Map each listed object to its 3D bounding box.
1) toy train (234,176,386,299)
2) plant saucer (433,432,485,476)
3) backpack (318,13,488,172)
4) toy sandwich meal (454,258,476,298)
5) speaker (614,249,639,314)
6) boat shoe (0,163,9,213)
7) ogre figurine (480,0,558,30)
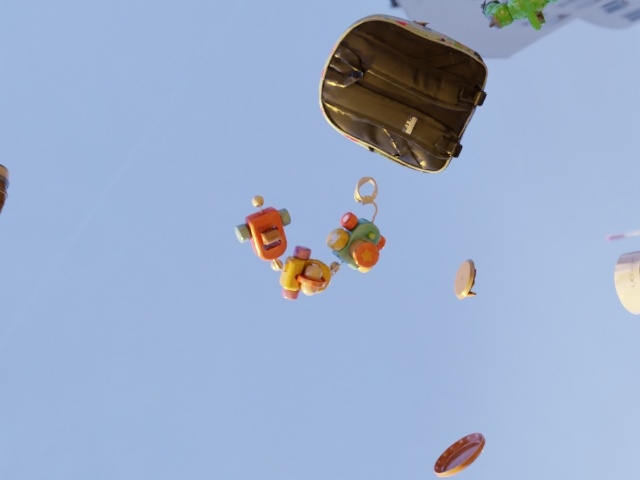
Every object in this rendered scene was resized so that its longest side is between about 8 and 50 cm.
[{"bbox_3d":[0.000,0.000,0.962,0.166,0.046,0.125,-18,-63,-19],"label":"toy train"},{"bbox_3d":[0.191,0.293,1.252,0.083,0.083,0.013,-41,-85,-33],"label":"plant saucer"},{"bbox_3d":[0.127,-0.256,1.530,0.253,0.191,0.225,21,-71,-7],"label":"backpack"},{"bbox_3d":[0.275,0.074,1.715,0.029,0.085,0.086,16,-108,-12],"label":"toy sandwich meal"},{"bbox_3d":[0.310,0.026,0.745,0.055,0.136,0.055,10,-106,-38],"label":"speaker"},{"bbox_3d":[-0.445,-0.044,1.040,0.183,0.066,0.066,-10,-116,6],"label":"boat shoe"},{"bbox_3d":[0.348,-0.403,1.507,0.118,0.197,0.097,-62,-38,-49],"label":"ogre figurine"}]
